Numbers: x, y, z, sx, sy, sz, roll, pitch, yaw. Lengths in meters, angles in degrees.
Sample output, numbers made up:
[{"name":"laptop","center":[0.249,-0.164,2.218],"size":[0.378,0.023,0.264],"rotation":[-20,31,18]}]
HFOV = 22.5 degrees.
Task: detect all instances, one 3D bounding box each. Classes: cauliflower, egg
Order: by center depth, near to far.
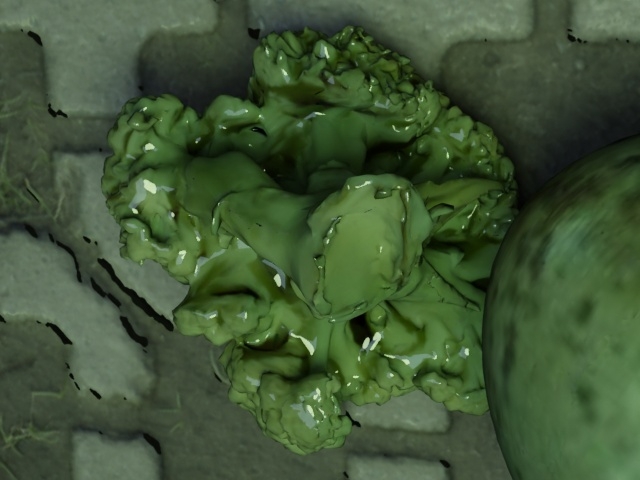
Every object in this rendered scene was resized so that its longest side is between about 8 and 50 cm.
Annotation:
[{"name":"egg","center":[0.292,0.107,0.939],"size":[0.428,0.345,0.345],"rotation":[42,114,1]},{"name":"cauliflower","center":[-0.003,0.011,1.055],"size":[0.327,0.281,0.260],"rotation":[23,116,5]}]
